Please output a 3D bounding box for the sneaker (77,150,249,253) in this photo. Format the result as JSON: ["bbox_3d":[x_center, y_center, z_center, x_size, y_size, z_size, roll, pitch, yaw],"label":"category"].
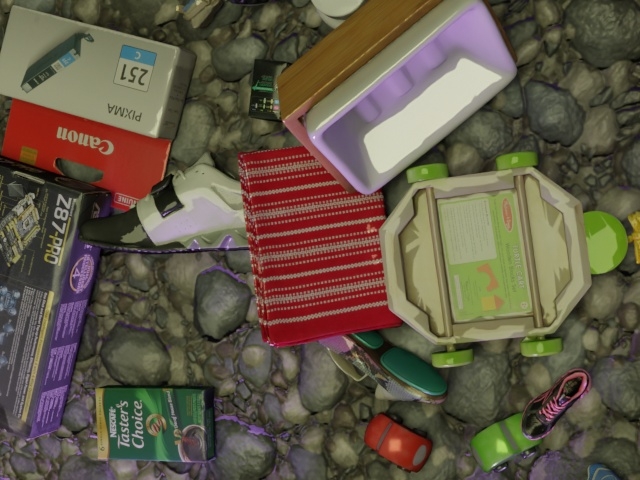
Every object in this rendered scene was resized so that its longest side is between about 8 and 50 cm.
[{"bbox_3d":[-0.189,-0.052,1.685,0.331,0.122,0.146,-4,89,10],"label":"sneaker"}]

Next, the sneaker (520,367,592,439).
[{"bbox_3d":[0.307,0.211,1.527,0.047,0.057,0.119,43,87,10],"label":"sneaker"}]

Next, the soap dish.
[{"bbox_3d":[0.097,-0.210,1.504,0.291,0.229,0.118,-39,59,6],"label":"soap dish"}]

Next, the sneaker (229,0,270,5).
[{"bbox_3d":[-0.031,-0.445,1.629,0.292,0.110,0.118,-41,70,8],"label":"sneaker"}]

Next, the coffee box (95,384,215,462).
[{"bbox_3d":[-0.247,0.273,1.750,0.184,0.040,0.113,0,91,20],"label":"coffee box"}]

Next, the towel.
[{"bbox_3d":[0.000,0.000,1.600,0.199,0.031,0.274,-7,81,-12],"label":"towel"}]

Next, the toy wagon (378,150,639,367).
[{"bbox_3d":[0.255,0.020,1.537,0.345,0.068,0.267,-8,89,10],"label":"toy wagon"}]

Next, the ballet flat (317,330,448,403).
[{"bbox_3d":[0.077,0.171,1.621,0.221,0.077,0.079,36,121,20],"label":"ballet flat"}]

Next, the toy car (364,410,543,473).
[{"bbox_3d":[0.190,0.298,1.572,0.225,0.053,0.239,-32,69,11],"label":"toy car"}]

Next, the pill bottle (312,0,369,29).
[{"bbox_3d":[0.051,-0.324,1.553,0.108,0.180,0.107,0,91,20],"label":"pill bottle"}]

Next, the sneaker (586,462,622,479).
[{"bbox_3d":[0.323,0.378,1.539,0.211,0.080,0.081,-43,56,15],"label":"sneaker"}]

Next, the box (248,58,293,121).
[{"bbox_3d":[-0.065,-0.211,1.660,0.052,0.062,0.083,8,94,18],"label":"box"}]

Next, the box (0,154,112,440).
[{"bbox_3d":[-0.515,0.069,1.807,0.318,0.097,0.394,17,99,20],"label":"box"}]

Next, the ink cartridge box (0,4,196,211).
[{"bbox_3d":[-0.357,-0.194,1.766,0.296,0.066,0.261,16,96,19],"label":"ink cartridge box"}]

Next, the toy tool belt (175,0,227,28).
[{"bbox_3d":[-0.171,-0.352,1.702,0.051,0.052,0.083,42,104,5],"label":"toy tool belt"}]
